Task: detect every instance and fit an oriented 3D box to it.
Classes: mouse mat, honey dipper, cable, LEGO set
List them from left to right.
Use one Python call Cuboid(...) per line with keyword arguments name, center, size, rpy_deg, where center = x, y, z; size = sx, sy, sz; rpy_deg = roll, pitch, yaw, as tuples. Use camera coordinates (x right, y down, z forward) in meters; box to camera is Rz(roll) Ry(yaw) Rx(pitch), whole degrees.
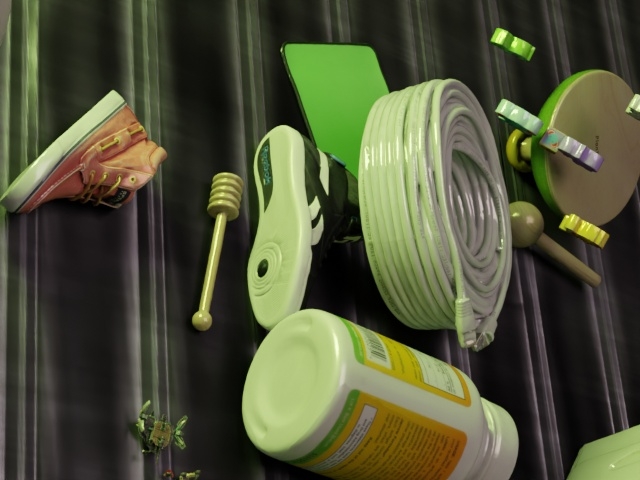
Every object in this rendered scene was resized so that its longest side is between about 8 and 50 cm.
Cuboid(name="LEGO set", center=(-0.133, 0.173, 1.297), size=(0.054, 0.023, 0.083), rpy_deg=(-14, 92, -46))
Cuboid(name="honey dipper", center=(-0.096, 0.012, 1.414), size=(0.030, 0.030, 0.161), rpy_deg=(29, 53, -32))
Cuboid(name="mouse mat", center=(0.036, -0.126, 1.638), size=(0.152, 0.007, 0.190), rpy_deg=(-6, 72, -47))
Cuboid(name="cable", center=(0.122, -0.034, 1.566), size=(0.257, 0.089, 0.257), rpy_deg=(-48, 124, -60))

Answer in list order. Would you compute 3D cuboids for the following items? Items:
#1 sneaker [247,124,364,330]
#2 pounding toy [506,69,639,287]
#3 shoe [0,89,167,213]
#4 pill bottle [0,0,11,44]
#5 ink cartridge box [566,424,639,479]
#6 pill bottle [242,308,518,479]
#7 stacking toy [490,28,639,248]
Cuboid(name="sneaker", center=(0.000, 0.000, 1.478), size=(0.121, 0.079, 0.217), rpy_deg=(25, 53, -36))
Cuboid(name="pounding toy", center=(0.276, -0.086, 1.808), size=(0.183, 0.110, 0.237), rpy_deg=(29, 78, -41))
Cuboid(name="shoe", center=(-0.197, -0.057, 1.320), size=(0.081, 0.063, 0.178), rpy_deg=(47, 39, -9))
Cuboid(name="pill bottle", center=(-0.416, -0.148, 1.028), size=(0.224, 0.224, 0.392), rpy_deg=(58, 41, -4))
Cuboid(name="ink cartridge box", center=(0.393, 0.342, 1.600), size=(0.270, 0.198, 0.197), rpy_deg=(50, 43, -11))
Cuboid(name="pill bottle", center=(0.062, 0.163, 1.407), size=(0.245, 0.136, 0.136), rpy_deg=(25, 53, -34))
Cuboid(name="stacking toy", center=(0.249, -0.114, 1.685), size=(0.221, 0.052, 0.167), rpy_deg=(29, 89, 4))
